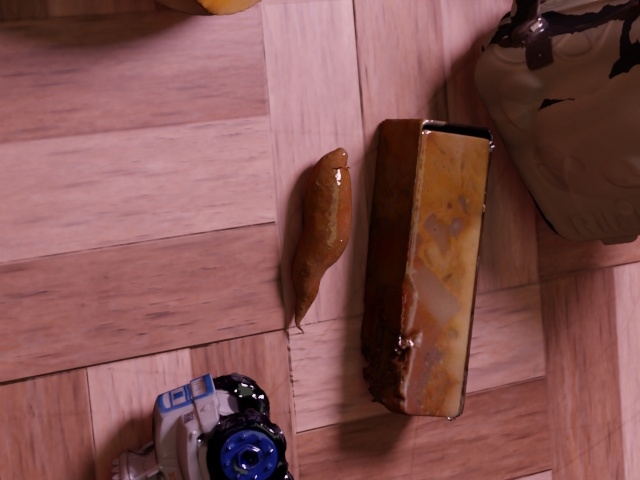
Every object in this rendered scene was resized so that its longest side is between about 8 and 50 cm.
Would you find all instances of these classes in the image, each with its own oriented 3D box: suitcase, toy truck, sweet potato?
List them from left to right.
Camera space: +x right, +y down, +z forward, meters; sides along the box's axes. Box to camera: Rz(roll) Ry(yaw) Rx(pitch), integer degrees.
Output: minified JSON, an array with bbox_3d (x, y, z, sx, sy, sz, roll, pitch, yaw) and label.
[{"bbox_3d":[-0.110,0.243,1.455,0.177,0.161,0.213,-18,104,-4],"label":"toy truck"},{"bbox_3d":[0.000,0.000,1.541,0.056,0.056,0.195,15,90,-31],"label":"sweet potato"},{"bbox_3d":[0.327,-0.162,1.548,0.194,0.351,0.339,-50,119,-38],"label":"suitcase"}]

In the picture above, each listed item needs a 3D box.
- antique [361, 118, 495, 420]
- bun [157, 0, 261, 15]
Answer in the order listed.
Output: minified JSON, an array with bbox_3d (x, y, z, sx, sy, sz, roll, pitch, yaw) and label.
[{"bbox_3d":[0.108,0.030,1.586,0.093,0.087,0.310,5,92,-29],"label":"antique"},{"bbox_3d":[-0.093,-0.359,1.362,0.165,0.299,0.299,35,72,16],"label":"bun"}]
